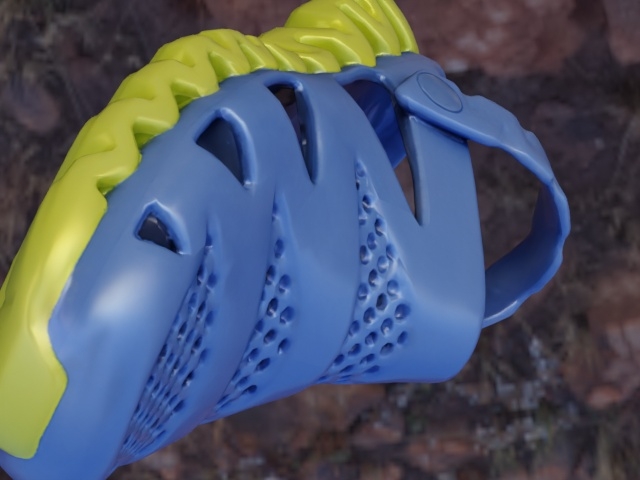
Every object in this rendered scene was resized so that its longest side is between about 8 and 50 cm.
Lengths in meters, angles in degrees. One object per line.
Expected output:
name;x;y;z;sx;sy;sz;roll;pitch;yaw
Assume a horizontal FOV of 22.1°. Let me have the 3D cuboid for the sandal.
sandal;0.000;0.000;0.559;0.138;0.317;0.126;37;122;8
